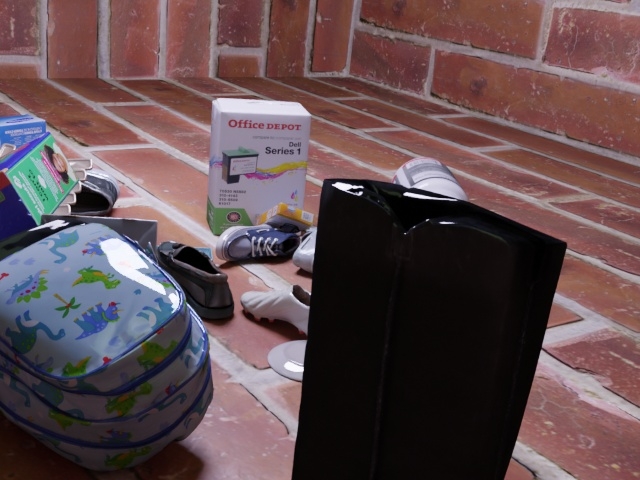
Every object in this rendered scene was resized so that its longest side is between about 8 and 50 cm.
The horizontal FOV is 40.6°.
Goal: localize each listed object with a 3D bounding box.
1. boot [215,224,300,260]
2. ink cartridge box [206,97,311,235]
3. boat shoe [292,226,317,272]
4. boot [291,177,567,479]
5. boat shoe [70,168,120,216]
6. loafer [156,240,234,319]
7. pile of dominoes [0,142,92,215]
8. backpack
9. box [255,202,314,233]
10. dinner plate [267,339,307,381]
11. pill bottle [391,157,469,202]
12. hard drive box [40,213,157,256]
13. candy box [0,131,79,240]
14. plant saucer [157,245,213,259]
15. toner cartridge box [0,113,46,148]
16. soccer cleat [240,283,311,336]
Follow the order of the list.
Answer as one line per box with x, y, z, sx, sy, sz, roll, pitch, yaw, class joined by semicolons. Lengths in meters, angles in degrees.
-0.123;0.006;1.743;0.086;0.069;0.190;13;19;31;boot
-0.138;-0.159;1.894;0.201;0.278;0.117;0;20;-15;ink cartridge box
0.000;0.001;1.781;0.081;0.079;0.227;15;24;11;boat shoe
-0.006;0.158;0.779;0.366;0.446;0.146;15;21;25;boot
-0.606;-0.118;1.872;0.335;0.121;0.119;2;20;-11;boat shoe
-0.223;0.048;1.557;0.096;0.084;0.267;-8;27;-30;loafer
-0.596;-0.088;1.774;0.195;0.040;0.251;14;56;0;pile of dominoes
-0.296;0.125;1.091;0.290;0.273;0.355;-29;64;-36;backpack
-0.081;-0.039;1.835;0.081;0.028;0.136;19;-21;-25;box
-0.013;0.184;1.356;0.141;0.017;0.141;7;19;-2;dinner plate
0.251;-0.078;1.961;0.161;0.161;0.283;5;20;-4;pill bottle
-0.367;0.023;1.447;0.181;0.089;0.232;3;-10;-12;hard drive box
-0.590;-0.050;1.509;0.268;0.122;0.317;-28;20;5;candy box
-0.309;0.029;1.701;0.192;0.018;0.067;3;19;-11;plant saucer
-0.778;-0.179;1.929;0.075;0.165;0.347;20;24;32;toner cartridge box
-0.059;0.105;1.461;0.196;0.076;0.068;15;20;41;soccer cleat
